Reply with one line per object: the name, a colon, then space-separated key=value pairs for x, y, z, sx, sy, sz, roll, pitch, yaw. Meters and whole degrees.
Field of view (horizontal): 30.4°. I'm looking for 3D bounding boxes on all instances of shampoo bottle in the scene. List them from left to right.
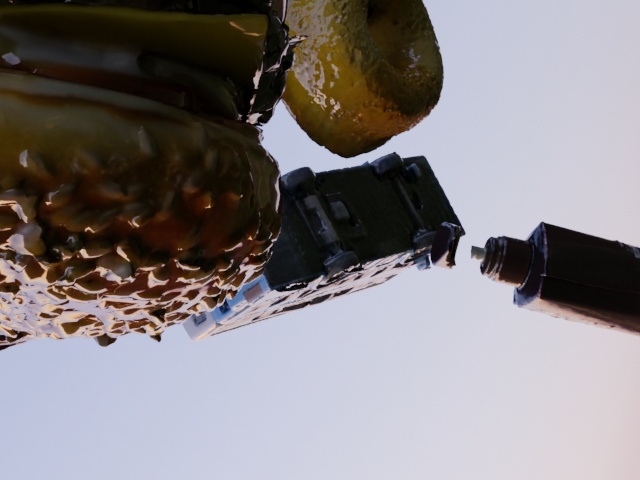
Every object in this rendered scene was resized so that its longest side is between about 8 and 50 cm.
shampoo bottle: x=0.196 y=0.030 z=0.857 sx=0.068 sy=0.236 sz=0.067 roll=115 pitch=166 yaw=-59

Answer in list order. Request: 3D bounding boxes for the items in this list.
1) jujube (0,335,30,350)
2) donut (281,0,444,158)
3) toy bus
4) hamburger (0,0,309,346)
jujube: x=-0.273 y=-0.014 z=1.042 sx=0.232 sy=0.213 sz=0.213 roll=-45 pitch=-26 yaw=0
donut: x=0.037 y=-0.159 z=0.961 sx=0.190 sy=0.074 sz=0.174 roll=-2 pitch=-106 yaw=-53
toy bus: x=0.000 y=0.000 z=1.042 sx=0.297 sy=0.131 sz=0.106 roll=-13 pitch=-107 yaw=-53
hamburger: x=-0.142 y=-0.065 z=0.579 sx=0.291 sy=0.291 sz=0.225 roll=30 pitch=-119 yaw=-67
